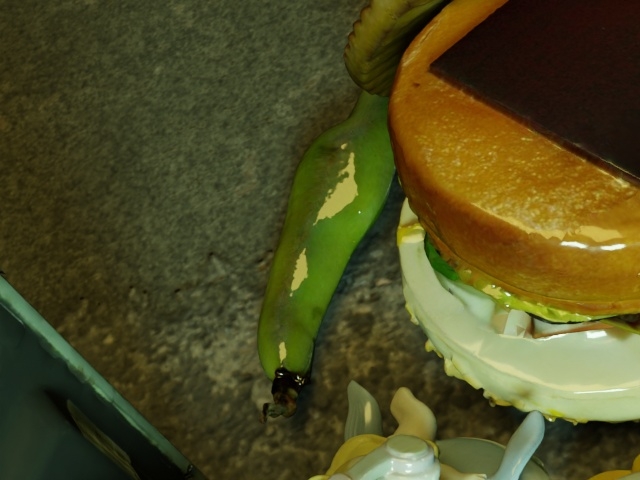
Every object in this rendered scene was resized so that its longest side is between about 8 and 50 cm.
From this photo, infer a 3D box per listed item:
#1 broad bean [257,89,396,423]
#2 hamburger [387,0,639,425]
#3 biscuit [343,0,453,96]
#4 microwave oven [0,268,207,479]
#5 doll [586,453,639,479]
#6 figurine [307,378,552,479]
[{"bbox_3d":[0.003,0.004,0.866,0.075,0.067,0.325,-14,50,47],"label":"broad bean"},{"bbox_3d":[0.175,-0.031,0.725,0.291,0.225,0.291,-5,53,7],"label":"hamburger"},{"bbox_3d":[0.154,-0.204,0.805,0.318,0.318,0.040,-31,82,-2],"label":"biscuit"},{"bbox_3d":[-0.271,0.157,0.673,0.286,0.355,0.218,9,61,23],"label":"microwave oven"},{"bbox_3d":[0.209,0.254,0.581,0.177,0.141,0.314,-35,35,28],"label":"doll"},{"bbox_3d":[0.058,0.162,0.671,0.184,0.128,0.208,-5,12,-27],"label":"figurine"}]
